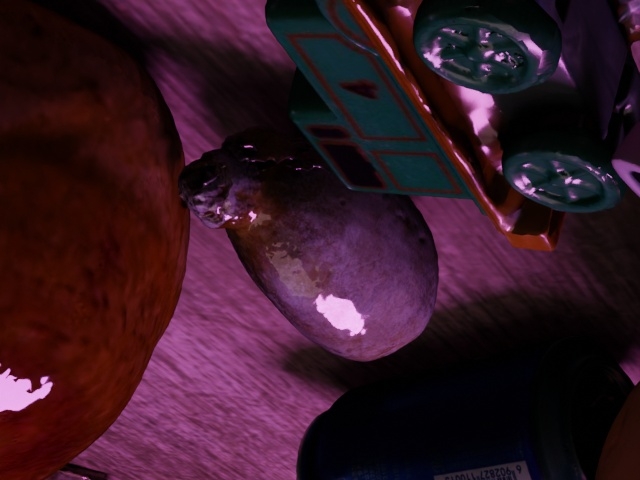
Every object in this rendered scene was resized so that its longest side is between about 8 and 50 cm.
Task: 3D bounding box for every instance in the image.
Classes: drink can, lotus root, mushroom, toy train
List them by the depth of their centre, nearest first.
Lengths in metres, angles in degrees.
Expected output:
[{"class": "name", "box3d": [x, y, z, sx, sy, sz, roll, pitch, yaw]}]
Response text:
[{"class": "toy train", "box3d": [0.040, -0.076, 0.478, 0.136, 0.091, 0.228, 3, 154, 32]}, {"class": "mushroom", "box3d": [-0.195, 0.020, 0.609, 0.283, 0.195, 0.263, -14, 150, 36]}, {"class": "lotus root", "box3d": [0.003, -0.001, 0.628, 0.088, 0.088, 0.165, -10, 147, 30]}, {"class": "drink can", "box3d": [0.087, 0.130, 0.820, 0.205, 0.118, 0.118, -17, 143, 41]}]

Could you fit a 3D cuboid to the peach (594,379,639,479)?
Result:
[{"class": "peach", "box3d": [0.284, 0.161, 0.653, 0.314, 0.282, 0.315, -10, 160, 18]}]

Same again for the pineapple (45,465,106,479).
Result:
[{"class": "pineapple", "box3d": [-0.249, 0.250, 1.114, 0.236, 0.186, 0.114, 52, 155, 10]}]

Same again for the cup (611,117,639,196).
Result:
[{"class": "cup", "box3d": [0.204, 0.033, 0.417, 0.166, 0.221, 0.202, -24, 173, 5]}]
